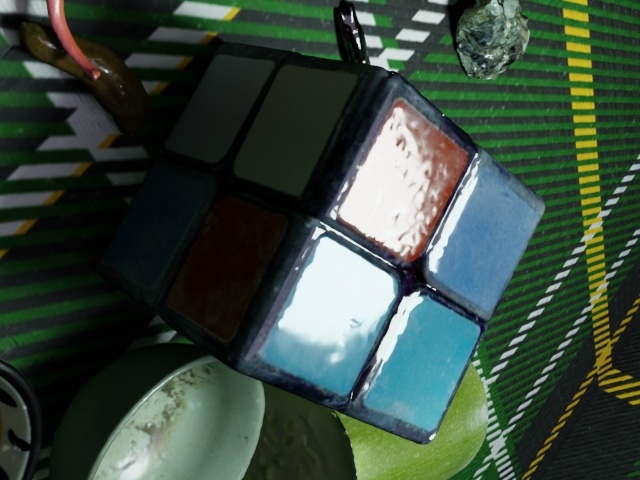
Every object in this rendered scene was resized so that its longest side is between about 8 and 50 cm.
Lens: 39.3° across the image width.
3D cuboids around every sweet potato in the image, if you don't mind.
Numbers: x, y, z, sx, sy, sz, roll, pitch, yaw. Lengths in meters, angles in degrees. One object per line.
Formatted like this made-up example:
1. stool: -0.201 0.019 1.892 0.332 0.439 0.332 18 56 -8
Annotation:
1. sweet potato: -0.220 -0.165 0.875 0.182 0.054 0.053 41 68 -53

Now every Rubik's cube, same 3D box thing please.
1. Rubik's cube: 0.000 0.000 0.991 0.318 0.313 0.316 30 85 -40

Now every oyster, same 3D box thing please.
1. oyster: 0.282 -0.346 1.436 0.199 0.087 0.252 -45 154 -26

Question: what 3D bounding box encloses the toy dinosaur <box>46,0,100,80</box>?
1. toy dinosaur: -0.222 -0.297 0.782 0.139 0.070 0.286 -63 147 -45

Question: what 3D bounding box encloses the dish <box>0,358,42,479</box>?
1. dish: -0.403 0.200 0.806 0.303 0.120 0.303 -32 135 -39

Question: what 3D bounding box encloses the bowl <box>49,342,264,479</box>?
1. bowl: -0.214 0.236 1.067 0.289 0.146 0.289 -34 137 -40

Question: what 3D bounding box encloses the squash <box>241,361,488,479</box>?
1. squash: 0.062 0.294 1.380 0.384 0.263 0.263 -8 118 -51

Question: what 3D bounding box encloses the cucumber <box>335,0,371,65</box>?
1. cucumber: 0.048 -0.255 1.198 0.033 0.034 0.135 -42 141 -22
